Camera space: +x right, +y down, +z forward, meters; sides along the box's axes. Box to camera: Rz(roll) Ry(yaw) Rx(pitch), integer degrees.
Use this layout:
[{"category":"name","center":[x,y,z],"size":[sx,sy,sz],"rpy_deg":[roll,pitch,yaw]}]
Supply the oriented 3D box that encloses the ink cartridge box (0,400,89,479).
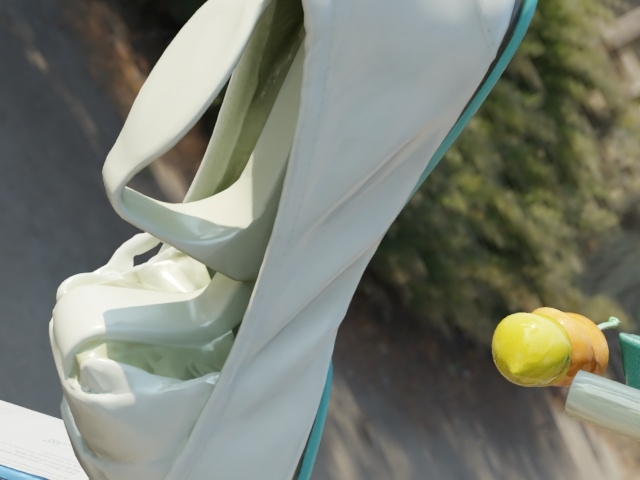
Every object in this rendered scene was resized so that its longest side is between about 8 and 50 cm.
[{"category":"ink cartridge box","center":[-0.252,0.276,1.667],"size":[0.272,0.309,0.130],"rpy_deg":[-30,129,-57]}]

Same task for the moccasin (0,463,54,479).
[{"category":"moccasin","center":[-0.282,0.214,1.391],"size":[0.138,0.342,0.117],"rpy_deg":[102,1,-79]}]

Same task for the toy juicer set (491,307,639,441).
[{"category":"toy juicer set","center":[0.221,0.080,1.224],"size":[0.209,0.089,0.329],"rpy_deg":[18,3,-4]}]

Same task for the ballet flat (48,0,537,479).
[{"category":"ballet flat","center":[-0.045,0.009,0.816],"size":[0.139,0.400,0.139],"rpy_deg":[20,28,-11]}]
